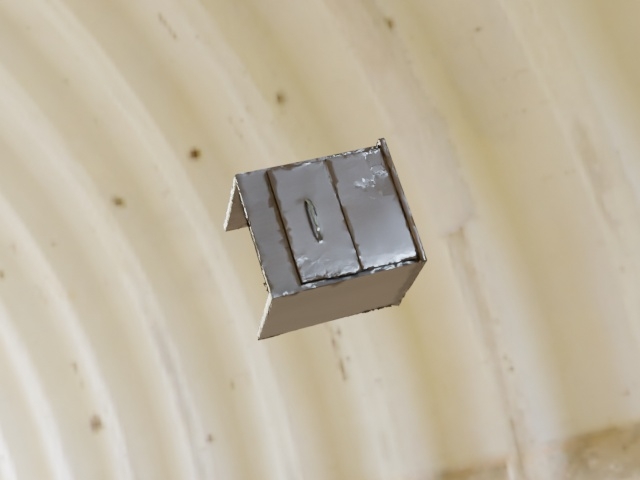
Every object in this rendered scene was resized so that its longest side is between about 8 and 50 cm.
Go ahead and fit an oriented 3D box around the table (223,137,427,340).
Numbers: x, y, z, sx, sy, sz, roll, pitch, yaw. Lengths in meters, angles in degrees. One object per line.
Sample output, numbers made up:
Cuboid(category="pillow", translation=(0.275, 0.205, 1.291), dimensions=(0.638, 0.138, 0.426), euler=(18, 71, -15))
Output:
Cuboid(category="table", translation=(0.000, 0.000, 1.538), dimensions=(0.193, 0.169, 0.172), euler=(-12, -20, -14))
